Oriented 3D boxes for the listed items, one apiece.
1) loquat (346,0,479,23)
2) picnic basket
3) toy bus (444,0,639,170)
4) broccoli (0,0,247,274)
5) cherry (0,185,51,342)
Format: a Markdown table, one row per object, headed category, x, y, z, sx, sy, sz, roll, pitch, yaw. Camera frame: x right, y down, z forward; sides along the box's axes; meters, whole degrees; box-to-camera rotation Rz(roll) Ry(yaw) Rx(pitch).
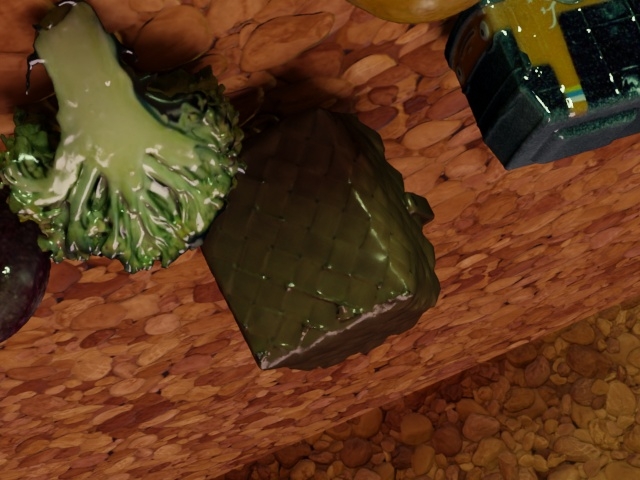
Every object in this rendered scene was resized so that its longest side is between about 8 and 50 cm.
| category | x | y | z | sx | sy | sz | roll | pitch | yaw |
| --- | --- | --- | --- | --- | --- | --- | --- | --- | --- |
| loquat | 0.077 | -0.273 | 0.734 | 0.213 | 0.213 | 0.213 | -18 | 156 | -8 |
| picnic basket | 0.000 | 0.000 | 1.159 | 0.254 | 0.291 | 0.321 | -27 | 171 | 13 |
| toy bus | 0.323 | -0.212 | 1.060 | 0.323 | 0.194 | 0.162 | -17 | 166 | -12 |
| broccoli | -0.212 | -0.114 | 0.966 | 0.242 | 0.273 | 0.180 | -28 | -158 | -7 |
| cherry | -0.389 | 0.027 | 1.030 | 0.195 | 0.195 | 0.195 | -18 | 156 | -8 |
